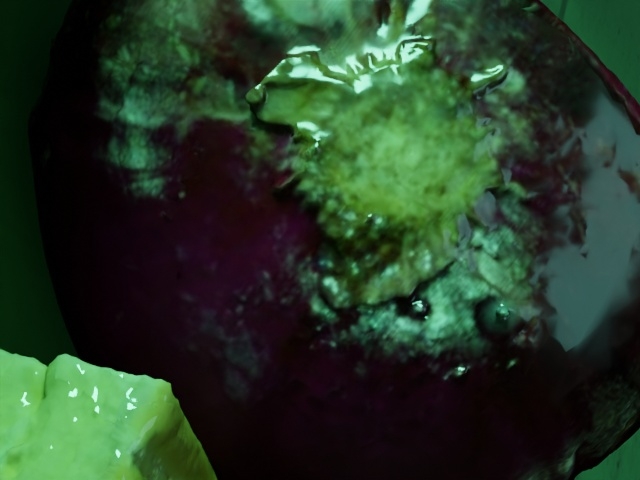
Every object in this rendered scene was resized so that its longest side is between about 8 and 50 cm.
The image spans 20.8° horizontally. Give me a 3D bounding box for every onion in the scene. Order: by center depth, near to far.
[{"bbox_3d":[0.000,0.000,0.828,0.260,0.336,0.282,-50,-173,-4],"label":"onion"}]

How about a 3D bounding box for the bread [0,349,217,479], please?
[{"bbox_3d":[-0.122,0.197,0.706,0.246,0.111,0.239,72,36,-60],"label":"bread"}]
